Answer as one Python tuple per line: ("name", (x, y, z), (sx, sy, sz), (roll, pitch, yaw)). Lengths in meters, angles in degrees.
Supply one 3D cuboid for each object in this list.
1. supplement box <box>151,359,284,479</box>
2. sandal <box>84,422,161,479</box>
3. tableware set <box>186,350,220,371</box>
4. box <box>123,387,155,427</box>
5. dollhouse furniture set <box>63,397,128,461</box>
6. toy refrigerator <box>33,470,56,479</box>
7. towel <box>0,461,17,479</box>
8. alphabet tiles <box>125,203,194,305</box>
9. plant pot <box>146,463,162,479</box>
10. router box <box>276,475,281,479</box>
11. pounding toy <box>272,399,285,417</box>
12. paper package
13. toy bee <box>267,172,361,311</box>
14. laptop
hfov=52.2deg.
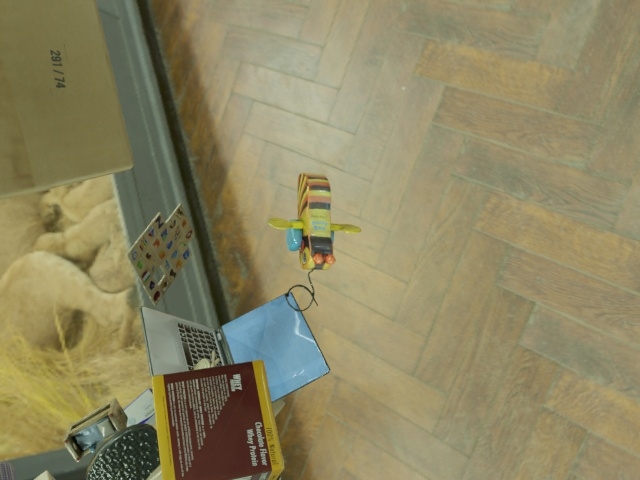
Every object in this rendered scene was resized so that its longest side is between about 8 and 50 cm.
("supplement box", (-0.181, 0.329, 1.128), (0.129, 0.194, 0.191), (110, 149, -58))
("sandal", (-0.465, 0.601, 1.494), (0.107, 0.168, 0.445), (41, 122, 58))
("tableware set", (-0.286, 0.384, 1.606), (0.128, 0.039, 0.194), (-37, 42, 33))
("box", (-0.498, 0.487, 1.879), (0.126, 0.137, 0.072), (-41, 79, -3))
("dollhouse furniture set", (-0.518, 0.513, 1.606), (0.129, 0.129, 0.183), (-30, 99, -10))
("toy refrigerator", (-0.736, 0.740, 1.759), (0.102, 0.094, 0.269), (60, 161, -21))
("towel", (-0.928, 0.742, 1.833), (0.040, 0.336, 0.243), (-18, 70, -7))
("alphabet tiles", (-0.412, 0.023, 1.731), (0.009, 0.198, 0.237), (8, 47, 23))
("plant pot", (-0.273, 0.465, 1.242), (0.109, 0.109, 0.096), (35, 94, 1))
("router box", (-0.185, 0.680, 1.837), (0.122, 0.038, 0.092), (23, 60, 12))
("pounding toy", (-0.230, 0.537, 1.909), (0.094, 0.206, 0.181), (46, 143, -4))
("paper package", (-0.495, -0.237, 1.040), (0.168, 0.309, 0.324), (-2, 104, 37))
("toy bee", (0.000, 0.000, 1.400), (0.162, 0.195, 0.298), (-175, 67, -72))
("laptop", (-0.251, 0.276, 1.826), (0.236, 0.408, 0.382), (-55, 34, 16))
